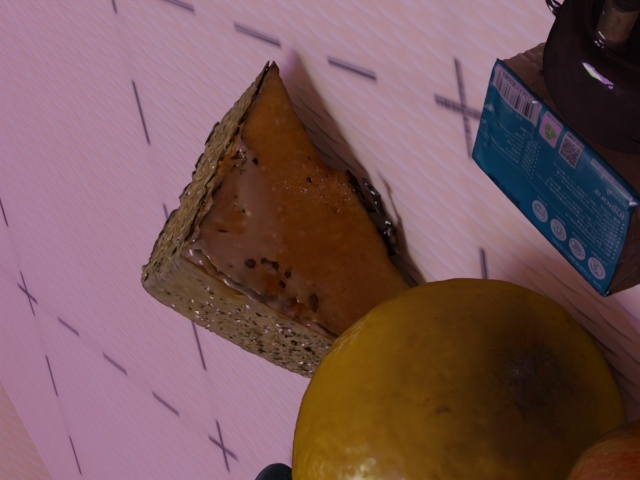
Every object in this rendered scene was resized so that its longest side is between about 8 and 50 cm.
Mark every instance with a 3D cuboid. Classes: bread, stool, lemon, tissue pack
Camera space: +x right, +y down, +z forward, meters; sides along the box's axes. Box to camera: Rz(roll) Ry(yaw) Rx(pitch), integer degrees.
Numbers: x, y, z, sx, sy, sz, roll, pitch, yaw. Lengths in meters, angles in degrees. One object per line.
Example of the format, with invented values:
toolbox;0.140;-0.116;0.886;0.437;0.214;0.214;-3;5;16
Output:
bread;0.000;0.000;1.640;0.248;0.315;0.279;-36;37;62
stool;0.235;-0.110;1.038;0.217;0.125;0.121;48;149;14
lemon;0.116;0.179;1.323;0.297;0.297;0.297;44;147;38
tissue pack;0.200;-0.057;1.190;0.169;0.082;0.120;50;151;30

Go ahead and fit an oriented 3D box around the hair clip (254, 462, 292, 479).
hair clip;-0.016;0.440;1.836;0.238;0.392;0.318;-22;91;38

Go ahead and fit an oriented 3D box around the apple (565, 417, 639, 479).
apple;0.287;0.274;1.116;0.250;0.277;0.309;10;146;27
